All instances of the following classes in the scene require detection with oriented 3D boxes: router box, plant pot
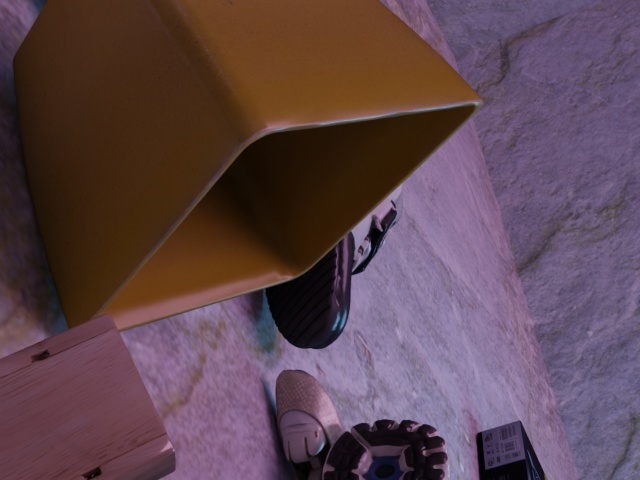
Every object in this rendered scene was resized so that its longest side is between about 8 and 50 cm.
[{"bbox_3d":[0.332,0.476,1.640,0.309,0.081,0.243,-81,148,-60],"label":"router box"},{"bbox_3d":[-0.069,-0.088,0.657,0.212,0.212,0.187,-14,67,-48],"label":"plant pot"}]

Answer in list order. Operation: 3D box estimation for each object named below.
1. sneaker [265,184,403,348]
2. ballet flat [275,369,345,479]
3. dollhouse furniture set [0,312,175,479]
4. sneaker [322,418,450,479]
[{"bbox_3d":[0.028,-0.025,1.037,0.146,0.122,0.331,24,43,-26],"label":"sneaker"},{"bbox_3d":[-0.002,0.192,0.894,0.052,0.057,0.168,-29,99,-65],"label":"ballet flat"},{"bbox_3d":[-0.110,0.242,0.492,0.303,0.173,0.355,62,-17,15],"label":"dollhouse furniture set"},{"bbox_3d":[0.047,0.295,0.778,0.330,0.129,0.147,-67,150,-49],"label":"sneaker"}]
